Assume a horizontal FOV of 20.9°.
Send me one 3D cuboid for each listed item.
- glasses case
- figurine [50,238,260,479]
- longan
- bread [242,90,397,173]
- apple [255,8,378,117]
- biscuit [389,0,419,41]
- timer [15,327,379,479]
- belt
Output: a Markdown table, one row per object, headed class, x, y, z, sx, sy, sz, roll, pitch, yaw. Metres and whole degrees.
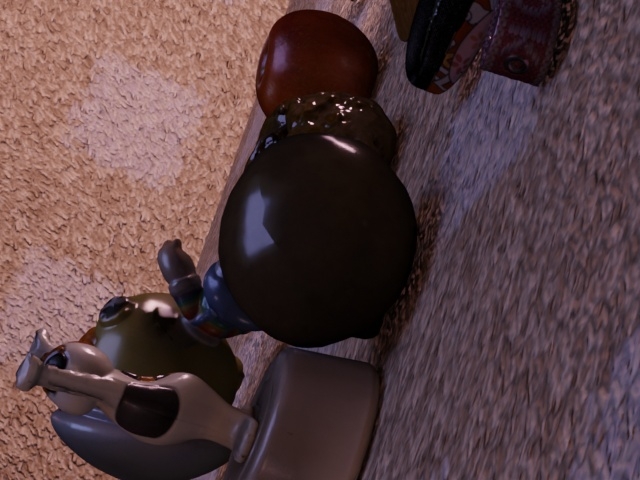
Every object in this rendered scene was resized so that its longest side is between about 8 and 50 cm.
| class | x | y | z | sx | sy | sz | roll | pitch | yaw |
| --- | --- | --- | --- | --- | --- | --- | --- | --- | --- |
| glasses case | 0.138 | -0.246 | 1.437 | 0.103 | 0.067 | 0.267 | -89 | 22 | -65 |
| figurine | -0.151 | 0.115 | 1.924 | 0.382 | 0.224 | 0.205 | -62 | 31 | 26 |
| longan | 0.000 | 0.000 | 1.412 | 0.189 | 0.189 | 0.189 | -159 | 90 | -82 |
| bread | -0.016 | -0.053 | 1.750 | 0.230 | 0.123 | 0.230 | -62 | 12 | 22 |
| apple | -0.008 | -0.195 | 2.054 | 0.163 | 0.139 | 0.163 | -157 | 90 | -81 |
| biscuit | 0.087 | -0.291 | 1.741 | 0.142 | 0.029 | 0.221 | -114 | 13 | -54 |
| timer | -0.107 | 0.135 | 1.360 | 0.175 | 0.266 | 0.175 | -159 | 90 | -83 |
| belt | 0.154 | -0.198 | 1.259 | 0.232 | 0.053 | 0.071 | -77 | 4 | -49 |
